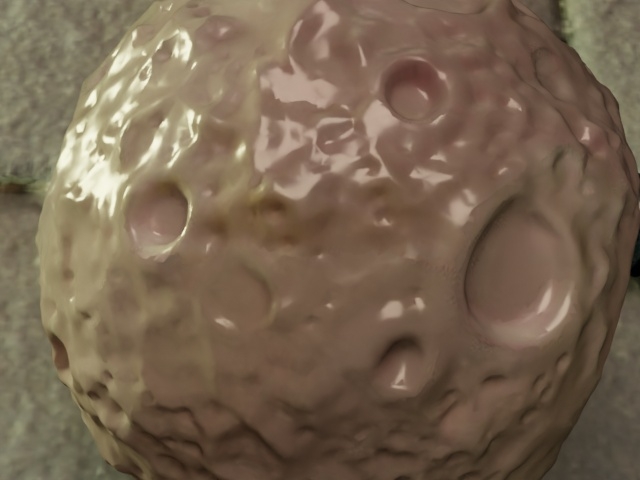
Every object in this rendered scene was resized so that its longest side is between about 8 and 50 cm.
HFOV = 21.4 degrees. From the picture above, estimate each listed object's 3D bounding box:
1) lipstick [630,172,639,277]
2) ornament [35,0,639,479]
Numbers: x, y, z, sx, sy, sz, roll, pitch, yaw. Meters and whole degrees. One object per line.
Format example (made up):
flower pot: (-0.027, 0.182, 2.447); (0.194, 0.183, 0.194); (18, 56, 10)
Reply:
lipstick: (0.216, 0.013, 0.831); (0.234, 0.053, 0.053); (21, 55, 11)
ornament: (0.000, 0.000, 0.704); (0.225, 0.259, 0.259); (16, 53, -6)
